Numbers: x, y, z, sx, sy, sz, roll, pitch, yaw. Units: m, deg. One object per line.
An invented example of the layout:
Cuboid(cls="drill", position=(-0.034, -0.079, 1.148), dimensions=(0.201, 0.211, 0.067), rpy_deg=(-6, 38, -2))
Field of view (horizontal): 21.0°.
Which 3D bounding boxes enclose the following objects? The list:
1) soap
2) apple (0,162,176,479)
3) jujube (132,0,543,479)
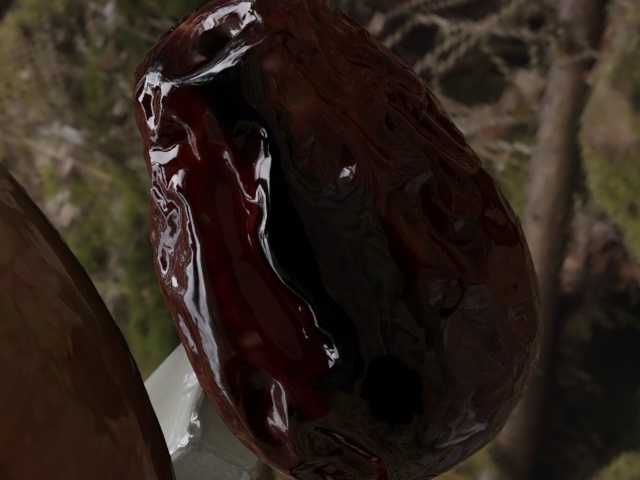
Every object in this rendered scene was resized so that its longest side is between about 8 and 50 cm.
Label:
Cuboid(cls="soap", position=(-0.095, 0.136, 1.187), dimensions=(0.183, 0.064, 0.121), rpy_deg=(-43, 24, 46))
Cuboid(cls="apple", position=(-0.192, 0.074, 0.524), dimensions=(0.269, 0.345, 0.345), rpy_deg=(-18, -29, -40))
Cuboid(cls="jujube", position=(0.000, 0.000, 0.757), dimensions=(0.168, 0.236, 0.168), rpy_deg=(-22, 28, 12))
